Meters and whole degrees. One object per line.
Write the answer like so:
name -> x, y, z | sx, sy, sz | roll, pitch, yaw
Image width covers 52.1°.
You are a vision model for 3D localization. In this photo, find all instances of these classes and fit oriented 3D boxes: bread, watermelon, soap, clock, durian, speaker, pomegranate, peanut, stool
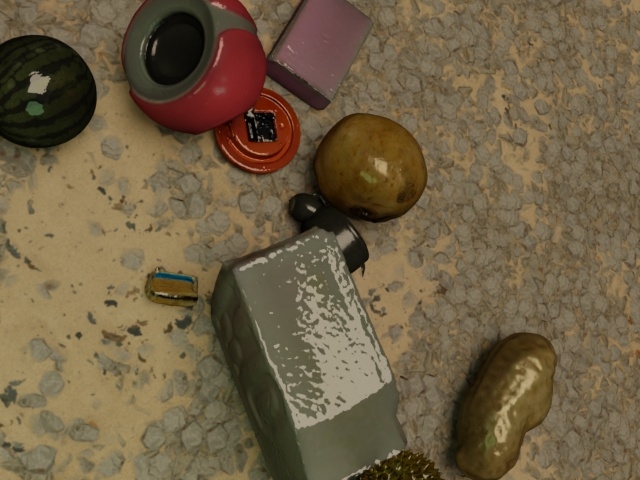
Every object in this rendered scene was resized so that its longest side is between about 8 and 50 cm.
bread -> -0.306, 0.102, 1.348 | 0.106, 0.053, 0.072 | 10, 54, -25
watermelon -> -0.532, -0.276, 1.229 | 0.212, 0.212, 0.212 | 4, 79, -23
soap -> -0.035, 0.248, 1.245 | 0.213, 0.350, 0.435 | -18, 75, -25
clock -> -0.141, -0.250, 1.480 | 0.205, 0.051, 0.205 | 4, 81, -23
durian -> 0.183, 0.562, 1.447 | 0.306, 0.166, 0.172 | 25, 34, -31
speaker -> -0.255, -0.370, 1.326 | 0.294, 0.294, 0.294 | 4, 79, -23
pomegranate -> 0.113, -0.163, 1.472 | 0.261, 0.260, 0.260 | 4, 79, -23
peanut -> 0.442, 0.394, 1.567 | 0.192, 0.169, 0.387 | 41, 71, -17
soap -> -0.004, -0.466, 1.560 | 0.181, 0.081, 0.259 | 32, 69, -17
stool -> 0.001, 0.004, 1.462 | 0.139, 0.228, 0.153 | -37, 142, -12
